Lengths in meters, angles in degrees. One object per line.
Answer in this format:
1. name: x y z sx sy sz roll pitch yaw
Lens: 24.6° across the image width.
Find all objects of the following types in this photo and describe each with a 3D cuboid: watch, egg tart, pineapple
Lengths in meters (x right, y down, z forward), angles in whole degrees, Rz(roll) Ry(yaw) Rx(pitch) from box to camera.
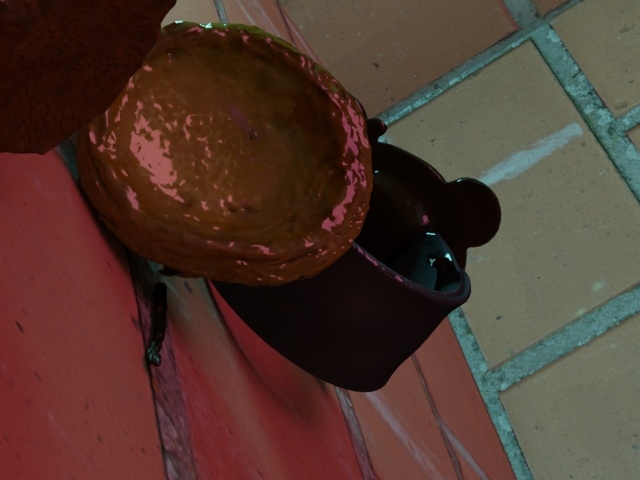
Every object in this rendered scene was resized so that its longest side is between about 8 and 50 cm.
1. watch: 0.000 0.000 1.656 0.335 0.314 0.327 46 18 10
2. egg tart: -0.093 -0.073 1.414 0.294 0.294 0.123 61 -25 11
3. pineapple: -0.283 -0.247 1.083 0.357 0.223 0.223 46 6 13

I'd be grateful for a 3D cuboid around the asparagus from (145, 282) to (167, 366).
1. asparagus: -0.145 0.077 1.301 0.163 0.016 0.016 -97 -179 -67
